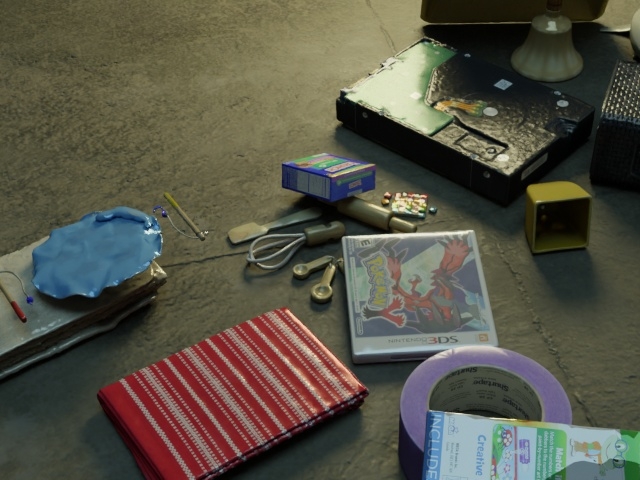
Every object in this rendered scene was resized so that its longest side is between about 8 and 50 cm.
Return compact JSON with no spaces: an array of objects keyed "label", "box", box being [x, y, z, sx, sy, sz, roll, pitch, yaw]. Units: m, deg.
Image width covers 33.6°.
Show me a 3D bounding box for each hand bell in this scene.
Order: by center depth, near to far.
[{"label":"hand bell","box":[0.388,-0.397,1.754,0.126,0.242,0.126,-1,42,1]}]

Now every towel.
[{"label":"towel","box":[-0.107,0.187,1.266,0.274,0.031,0.199,-23,43,-25]},{"label":"towel","box":[-0.360,0.069,1.399,0.282,0.049,0.187,-26,44,-26]}]

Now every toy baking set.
[{"label":"toy baking set","box":[0.005,-0.003,1.478,0.256,0.030,0.197,26,48,28]}]

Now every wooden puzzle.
[{"label":"wooden puzzle","box":[0.129,-0.052,1.548,0.083,0.006,0.049,6,42,9]}]

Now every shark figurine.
[{"label":"shark figurine","box":[0.574,-0.366,1.813,0.166,0.116,0.278,2,39,7]}]

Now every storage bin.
[{"label":"storage bin","box":[0.463,-0.176,1.588,0.084,0.122,0.180,13,43,16]}]

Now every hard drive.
[{"label":"hard drive","box":[0.223,-0.197,1.668,0.339,0.064,0.237,30,50,31]}]

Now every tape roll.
[{"label":"tape roll","box":[0.182,0.212,1.187,0.188,0.080,0.189,-1,41,1]}]

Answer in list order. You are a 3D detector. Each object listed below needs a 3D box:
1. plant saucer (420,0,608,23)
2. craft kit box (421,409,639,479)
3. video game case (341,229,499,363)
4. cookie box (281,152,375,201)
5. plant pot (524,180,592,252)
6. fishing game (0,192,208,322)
[{"label":"plant saucer","box":[0.342,-0.493,1.800,0.332,0.333,0.081,0,69,2]},{"label":"craft kit box","box":[0.216,0.300,1.032,0.246,0.061,0.250,4,66,10]},{"label":"video game case","box":[0.125,0.069,1.379,0.183,0.023,0.201,-3,47,-2]},{"label":"cookie box","box":[0.012,-0.093,1.538,0.091,0.040,0.107,-18,26,-41]},{"label":"plant pot","box":[0.323,-0.041,1.476,0.081,0.081,0.083,-6,31,-5]},{"label":"fishing game","box":[-0.292,0.021,1.387,0.264,0.041,0.189,-28,38,-21]}]
